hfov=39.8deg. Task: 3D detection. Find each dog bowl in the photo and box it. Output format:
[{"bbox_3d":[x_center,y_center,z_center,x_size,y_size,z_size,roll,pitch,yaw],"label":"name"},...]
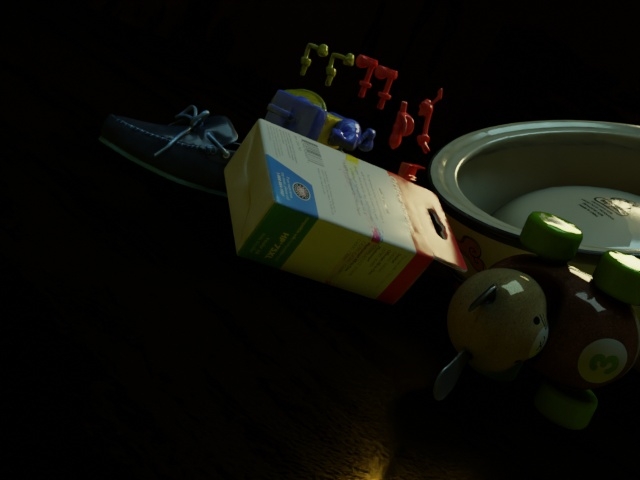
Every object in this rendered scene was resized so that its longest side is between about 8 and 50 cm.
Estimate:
[{"bbox_3d":[0.330,-0.011,1.072,0.408,0.150,0.408,-1,26,0],"label":"dog bowl"}]

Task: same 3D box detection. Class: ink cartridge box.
[{"bbox_3d":[0.025,-0.020,0.896,0.231,0.078,0.134,20,35,-28],"label":"ink cartridge box"}]

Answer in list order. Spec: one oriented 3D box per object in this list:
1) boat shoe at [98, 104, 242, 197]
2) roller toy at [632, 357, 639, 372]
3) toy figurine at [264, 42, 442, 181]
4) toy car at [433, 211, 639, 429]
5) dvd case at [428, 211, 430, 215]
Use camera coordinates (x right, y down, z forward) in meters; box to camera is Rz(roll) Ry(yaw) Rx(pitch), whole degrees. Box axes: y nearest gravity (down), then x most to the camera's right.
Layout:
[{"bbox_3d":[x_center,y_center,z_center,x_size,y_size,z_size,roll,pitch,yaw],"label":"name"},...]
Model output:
[{"bbox_3d":[-0.130,-0.109,1.026,0.258,0.089,0.109,15,16,-41],"label":"boat shoe"},{"bbox_3d":[0.493,0.120,1.181,0.209,0.146,0.191,19,18,11],"label":"roller toy"},{"bbox_3d":[-0.012,-0.222,1.426,0.217,0.191,0.362,4,22,-46],"label":"toy figurine"},{"bbox_3d":[0.165,0.073,0.727,0.149,0.155,0.188,33,23,33],"label":"toy car"},{"bbox_3d":[0.063,-0.094,1.516,0.239,0.029,0.179,28,12,18],"label":"dvd case"}]
